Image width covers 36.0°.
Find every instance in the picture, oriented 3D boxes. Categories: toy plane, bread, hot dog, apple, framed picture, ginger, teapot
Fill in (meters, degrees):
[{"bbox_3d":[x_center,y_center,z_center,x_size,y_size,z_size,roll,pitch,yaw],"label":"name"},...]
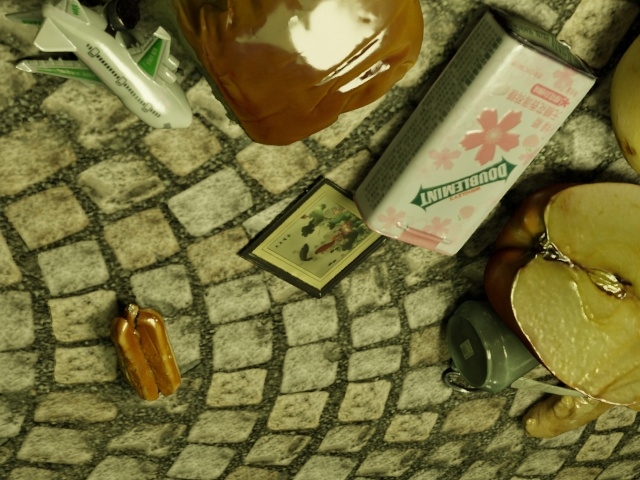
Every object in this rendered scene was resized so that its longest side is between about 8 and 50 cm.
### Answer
[{"bbox_3d":[-0.238,-0.217,1.176,0.251,0.101,0.255,-3,155,39],"label":"toy plane"},{"bbox_3d":[-0.036,-0.261,1.155,0.279,0.225,0.250,-30,137,5],"label":"bread"},{"bbox_3d":[-0.283,0.178,1.590,0.092,0.062,0.235,-14,138,-10],"label":"hot dog"},{"bbox_3d":[0.457,0.072,1.620,0.365,0.328,0.295,27,130,-15],"label":"apple"},{"bbox_3d":[0.000,0.000,1.576,0.195,0.010,0.199,-42,133,18],"label":"framed picture"},{"bbox_3d":[0.592,0.284,2.022,0.348,0.122,0.363,-24,147,-12],"label":"ginger"},{"bbox_3d":[0.357,0.178,1.805,0.225,0.171,0.203,-13,167,-21],"label":"teapot"}]

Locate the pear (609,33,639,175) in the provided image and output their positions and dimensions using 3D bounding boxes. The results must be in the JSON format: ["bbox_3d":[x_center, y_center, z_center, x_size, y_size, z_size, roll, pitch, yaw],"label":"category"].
[{"bbox_3d":[0.572,-0.198,1.423,0.309,0.309,0.309,-12,135,-12],"label":"pear"}]

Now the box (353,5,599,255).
[{"bbox_3d":[0.224,-0.156,1.455,0.190,0.112,0.369,17,121,-35],"label":"box"}]

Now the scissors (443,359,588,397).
[{"bbox_3d":[0.392,0.279,1.940,0.300,0.022,0.109,11,130,-9],"label":"scissors"}]
